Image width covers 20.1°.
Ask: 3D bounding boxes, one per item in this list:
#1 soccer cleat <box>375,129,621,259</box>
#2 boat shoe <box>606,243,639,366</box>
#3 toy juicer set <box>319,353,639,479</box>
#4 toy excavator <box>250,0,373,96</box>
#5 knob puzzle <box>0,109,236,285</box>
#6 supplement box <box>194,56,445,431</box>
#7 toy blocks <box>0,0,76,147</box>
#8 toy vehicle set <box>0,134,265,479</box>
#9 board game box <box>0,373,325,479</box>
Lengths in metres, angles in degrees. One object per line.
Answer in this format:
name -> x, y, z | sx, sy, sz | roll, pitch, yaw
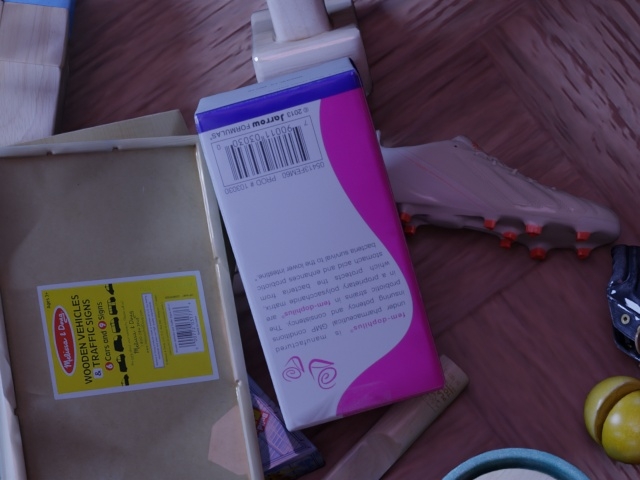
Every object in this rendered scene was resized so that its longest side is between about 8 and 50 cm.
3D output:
soccer cleat -> 0.117, -0.037, 1.281 | 0.196, 0.068, 0.076 | 9, 71, 12
boat shoe -> 0.238, 0.076, 1.216 | 0.083, 0.065, 0.183 | -4, 48, 10
toy juicer set -> 0.143, 0.172, 1.199 | 0.329, 0.089, 0.209 | 21, 77, 13
toy excavator -> -0.069, -0.369, 1.304 | 0.222, 0.433, 0.445 | -12, 44, 3
knob puzzle -> -0.145, 0.020, 1.231 | 0.213, 0.030, 0.213 | 7, 72, -22
supplement box -> 0.000, 0.000, 1.211 | 0.111, 0.114, 0.220 | -15, 100, 2
toy blocks -> -0.327, -0.151, 1.320 | 0.381, 0.191, 0.261 | 6, 67, -4
toy vehicle set -> -0.136, 0.065, 1.184 | 0.166, 0.035, 0.267 | -4, 76, -24
board game box -> -0.106, 0.140, 1.255 | 0.194, 0.060, 0.194 | 31, 79, 16
